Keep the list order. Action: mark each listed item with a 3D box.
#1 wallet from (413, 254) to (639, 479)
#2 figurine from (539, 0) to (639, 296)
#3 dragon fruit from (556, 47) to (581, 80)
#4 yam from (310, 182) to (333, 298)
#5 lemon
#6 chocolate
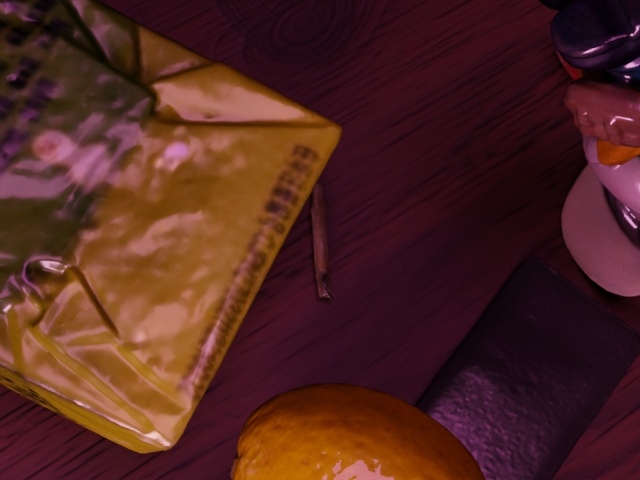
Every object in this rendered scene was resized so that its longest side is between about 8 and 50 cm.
[{"bbox_3d":[0.155,0.130,1.058,0.124,0.025,0.244,38,65,7],"label":"wallet"},{"bbox_3d":[0.284,-0.103,1.027,0.204,0.332,0.185,-13,53,5],"label":"figurine"},{"bbox_3d":[0.291,-0.160,1.176,0.147,0.102,0.096,2,58,1],"label":"dragon fruit"},{"bbox_3d":[0.000,0.000,1.092,0.014,0.014,0.107,0,66,-11],"label":"yam"},{"bbox_3d":[0.030,0.193,0.930,0.207,0.170,0.170,26,64,1],"label":"lemon"},{"bbox_3d":[-0.176,-0.016,1.001,0.288,0.137,0.301,27,65,2],"label":"chocolate"}]
